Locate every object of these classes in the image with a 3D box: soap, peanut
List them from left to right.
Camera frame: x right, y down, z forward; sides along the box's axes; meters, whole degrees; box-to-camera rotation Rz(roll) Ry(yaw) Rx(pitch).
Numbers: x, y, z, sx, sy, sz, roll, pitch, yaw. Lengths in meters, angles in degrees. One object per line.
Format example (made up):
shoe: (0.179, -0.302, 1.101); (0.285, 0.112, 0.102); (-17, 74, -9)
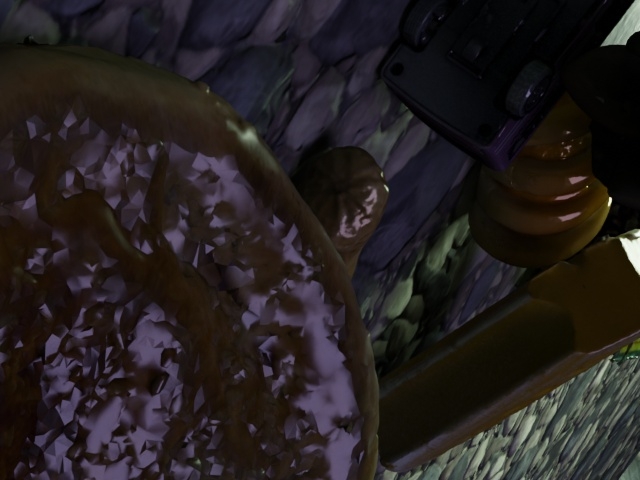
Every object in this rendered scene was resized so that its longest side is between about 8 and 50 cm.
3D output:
peanut: (0.000, 0.000, 0.794); (0.054, 0.054, 0.113); (-19, 138, -57)
soap: (0.147, 0.079, 1.056); (0.232, 0.073, 0.140); (-37, 168, 33)

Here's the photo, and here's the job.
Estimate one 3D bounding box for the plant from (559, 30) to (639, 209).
plant: (0.244, -0.079, 0.827); (0.181, 0.194, 0.321); (-65, 169, 1)

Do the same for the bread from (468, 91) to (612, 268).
bread: (0.163, -0.058, 1.013); (0.119, 0.084, 0.177); (-41, 150, -35)

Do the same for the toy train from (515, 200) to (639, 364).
toy train: (0.286, -0.013, 1.276); (0.177, 0.134, 0.261); (0, 121, -55)

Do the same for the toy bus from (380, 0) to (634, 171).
toy bus: (0.119, -0.131, 0.810); (0.178, 0.087, 0.098); (-53, 161, 0)

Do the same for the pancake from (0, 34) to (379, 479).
pancake: (-0.084, 0.105, 0.555); (0.356, 0.065, 0.356); (-22, 117, -51)
